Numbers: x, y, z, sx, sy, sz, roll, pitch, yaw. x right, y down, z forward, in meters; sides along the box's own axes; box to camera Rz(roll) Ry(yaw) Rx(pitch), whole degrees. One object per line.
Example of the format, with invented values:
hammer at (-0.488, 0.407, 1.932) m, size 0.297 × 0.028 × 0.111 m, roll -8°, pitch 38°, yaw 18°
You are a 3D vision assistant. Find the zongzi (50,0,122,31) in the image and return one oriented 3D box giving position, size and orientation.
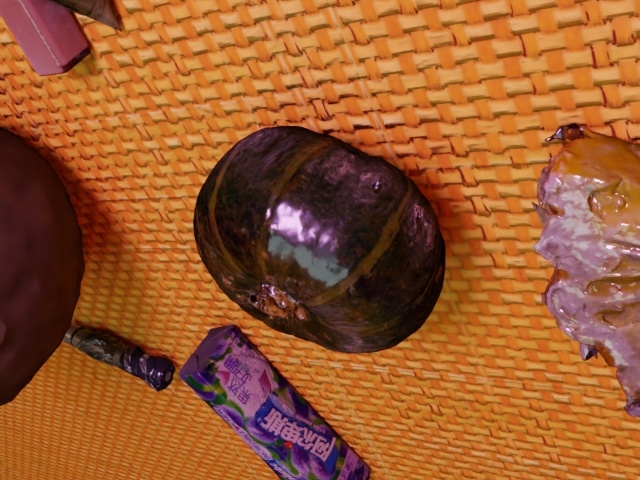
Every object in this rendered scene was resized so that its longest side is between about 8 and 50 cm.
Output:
zongzi at (-0.192, -0.231, 0.640) m, size 0.113 × 0.052 × 0.104 m, roll 23°, pitch 134°, yaw -30°

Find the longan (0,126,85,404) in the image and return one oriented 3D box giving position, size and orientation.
longan at (-0.452, 0.022, 0.835) m, size 0.390 × 0.391 × 0.391 m, roll 19°, pitch 140°, yaw 17°

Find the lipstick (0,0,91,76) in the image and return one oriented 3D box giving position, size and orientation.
lipstick at (-0.260, -0.218, 0.691) m, size 0.045 × 0.045 × 0.145 m, roll 5°, pitch 134°, yaw 34°

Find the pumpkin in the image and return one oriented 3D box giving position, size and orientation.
pumpkin at (0.000, 0.000, 0.661) m, size 0.223 × 0.157 × 0.224 m, roll 29°, pitch 160°, yaw 12°

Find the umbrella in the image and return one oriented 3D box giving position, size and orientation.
umbrella at (-0.291, 0.159, 1.128) m, size 0.188 × 0.046 × 0.050 m, roll 20°, pitch 137°, yaw 24°

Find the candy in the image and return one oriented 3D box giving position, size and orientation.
candy at (-0.051, 0.239, 1.007) m, size 0.061 × 0.088 × 0.312 m, roll -19°, pitch 119°, yaw 40°

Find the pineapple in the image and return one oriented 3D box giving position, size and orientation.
pineapple at (0.243, 0.021, 0.551) m, size 0.186 × 0.114 × 0.236 m, roll -13°, pitch 120°, yaw 43°
